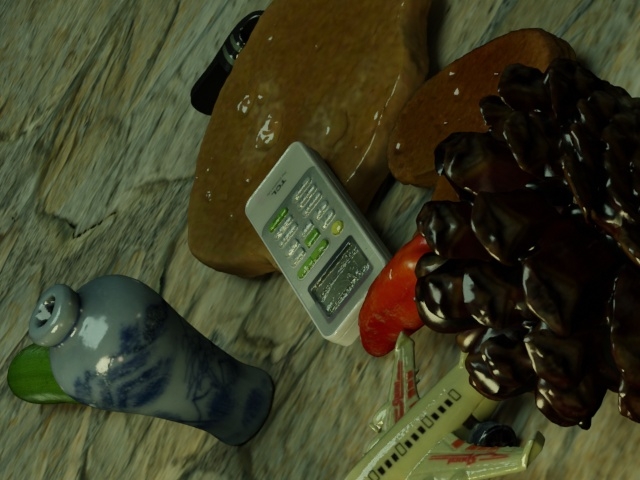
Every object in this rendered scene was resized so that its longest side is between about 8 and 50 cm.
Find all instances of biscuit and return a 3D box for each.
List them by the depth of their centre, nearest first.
[{"bbox_3d":[0.148,-0.065,1.840,0.262,0.052,0.277,-32,40,48],"label":"biscuit"},{"bbox_3d":[-0.011,-0.135,2.138,0.365,0.062,0.385,7,72,57],"label":"biscuit"}]

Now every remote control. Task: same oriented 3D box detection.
[{"bbox_3d":[0.000,0.000,1.936,0.103,0.034,0.250,-51,39,16],"label":"remote control"}]

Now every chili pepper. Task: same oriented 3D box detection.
[{"bbox_3d":[0.084,0.048,1.754,0.272,0.071,0.063,127,163,-55],"label":"chili pepper"}]

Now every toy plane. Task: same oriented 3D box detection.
[{"bbox_3d":[0.096,0.172,1.651,0.256,0.104,0.242,-58,31,4],"label":"toy plane"}]

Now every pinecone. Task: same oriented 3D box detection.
[{"bbox_3d":[0.198,0.012,1.442,0.242,0.298,0.296,-34,-3,-29],"label":"pinecone"}]

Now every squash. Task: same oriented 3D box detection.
[{"bbox_3d":[-0.303,0.157,2.319,0.292,0.082,0.082,-6,59,56],"label":"squash"}]

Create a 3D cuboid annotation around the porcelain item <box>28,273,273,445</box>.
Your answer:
[{"bbox_3d":[-0.174,0.123,1.961,0.141,0.259,0.141,-36,39,36],"label":"porcelain item"}]

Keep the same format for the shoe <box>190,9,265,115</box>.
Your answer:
[{"bbox_3d":[-0.098,-0.202,2.336,0.179,0.071,0.049,-45,32,36],"label":"shoe"}]
